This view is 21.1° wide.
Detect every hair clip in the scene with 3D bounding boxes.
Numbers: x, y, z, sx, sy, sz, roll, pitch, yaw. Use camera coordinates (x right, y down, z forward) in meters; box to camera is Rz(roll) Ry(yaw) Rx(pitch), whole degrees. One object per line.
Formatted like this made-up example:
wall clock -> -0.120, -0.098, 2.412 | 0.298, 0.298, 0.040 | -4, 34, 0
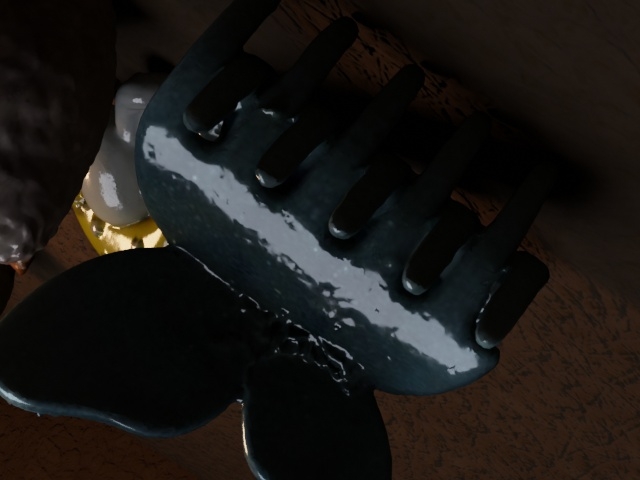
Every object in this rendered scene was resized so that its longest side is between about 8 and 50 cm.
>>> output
hair clip -> 0.000, 0.000, 1.247 | 0.318, 0.392, 0.238 | 36, 138, 5

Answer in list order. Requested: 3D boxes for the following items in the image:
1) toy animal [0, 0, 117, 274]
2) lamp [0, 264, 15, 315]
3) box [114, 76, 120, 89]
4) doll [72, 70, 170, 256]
toy animal -> -0.263, -0.140, 1.278 | 0.226, 0.359, 0.188 | -19, 157, 26
lamp -> -0.603, 0.047, 2.714 | 0.250, 0.250, 0.284 | 40, 156, -11
box -> -0.410, -0.195, 1.559 | 0.344, 0.122, 0.385 | 38, 165, -24
doll -> -0.188, -0.067, 1.697 | 0.237, 0.111, 0.252 | 34, 135, 57
